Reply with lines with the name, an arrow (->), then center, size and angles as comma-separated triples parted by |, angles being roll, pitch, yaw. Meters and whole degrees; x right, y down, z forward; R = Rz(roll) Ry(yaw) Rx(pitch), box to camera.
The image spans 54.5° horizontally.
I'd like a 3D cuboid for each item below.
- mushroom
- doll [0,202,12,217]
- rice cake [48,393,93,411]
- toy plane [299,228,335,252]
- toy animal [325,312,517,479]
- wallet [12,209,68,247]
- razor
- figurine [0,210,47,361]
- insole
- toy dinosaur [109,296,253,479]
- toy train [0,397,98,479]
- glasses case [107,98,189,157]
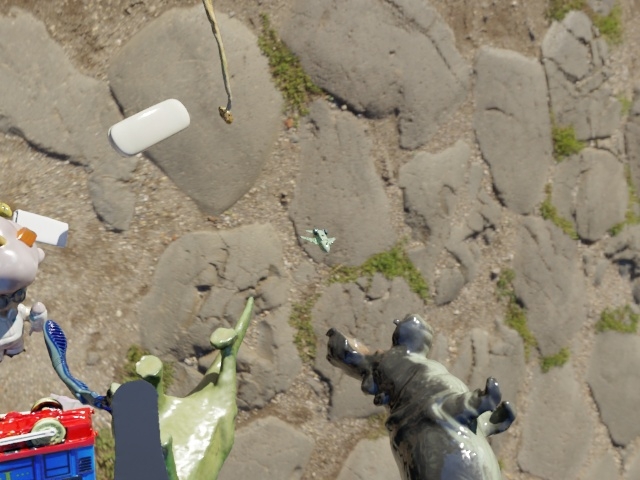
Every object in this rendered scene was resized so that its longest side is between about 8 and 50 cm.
mushroom -> -0.155, -0.312, 0.900 | 0.028, 0.026, 0.286 | -4, 107, 12
doll -> -0.667, 0.010, 1.226 | 0.089, 0.102, 0.179 | 42, 78, -29
rice cake -> -0.618, 0.489, 1.384 | 0.106, 0.050, 0.298 | 47, 52, -44
toy plane -> 0.001, -0.002, 1.281 | 0.080, 0.083, 0.033 | 4, 118, -28
toy animal -> 0.130, 0.202, 0.703 | 0.168, 0.343, 0.106 | -35, 133, 8
wallet -> -0.616, -0.024, 1.368 | 0.122, 0.025, 0.061 | 23, 58, -53
razor -> -0.229, 0.118, 0.575 | 0.028, 0.154, 0.044 | -34, 136, -27
figurine -> -0.413, 0.055, 0.791 | 0.137, 0.112, 0.229 | -25, 131, -49
insole -> -0.128, 0.164, 0.435 | 0.045, 0.002, 0.135 | -6, 62, -13
toy dinosaur -> -0.130, 0.253, 0.579 | 0.447, 0.087, 0.301 | -51, 143, -62
toy train -> -0.425, 0.301, 0.883 | 0.204, 0.083, 0.131 | -4, 111, -23
glasses case -> -0.376, -0.249, 1.373 | 0.204, 0.051, 0.081 | -38, 105, -39
